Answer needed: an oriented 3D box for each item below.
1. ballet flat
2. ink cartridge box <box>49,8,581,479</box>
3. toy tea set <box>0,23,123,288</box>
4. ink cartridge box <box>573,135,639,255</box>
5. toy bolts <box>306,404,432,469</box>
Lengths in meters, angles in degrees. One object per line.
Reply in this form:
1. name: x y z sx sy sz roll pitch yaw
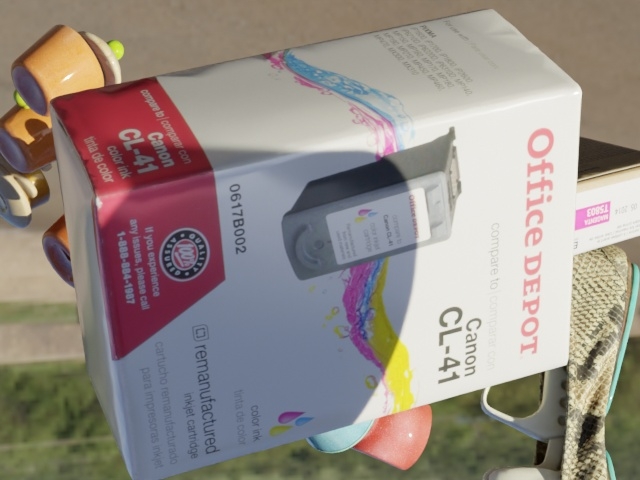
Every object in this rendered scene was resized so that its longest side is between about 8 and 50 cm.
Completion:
1. ballet flat: 0.278 0.228 1.820 0.182 0.483 0.164 8 164 -8
2. ink cartridge box: 0.000 0.000 0.961 0.306 0.226 0.131 -13 -145 -14
3. toy tea set: -0.227 -0.086 1.498 0.124 0.200 0.336 -39 173 -30
4. ink cartridge box: 0.241 -0.051 1.688 0.235 0.088 0.193 -13 -158 -33
5. toy bolts: 0.017 0.074 1.354 0.218 0.228 0.158 8 165 40
